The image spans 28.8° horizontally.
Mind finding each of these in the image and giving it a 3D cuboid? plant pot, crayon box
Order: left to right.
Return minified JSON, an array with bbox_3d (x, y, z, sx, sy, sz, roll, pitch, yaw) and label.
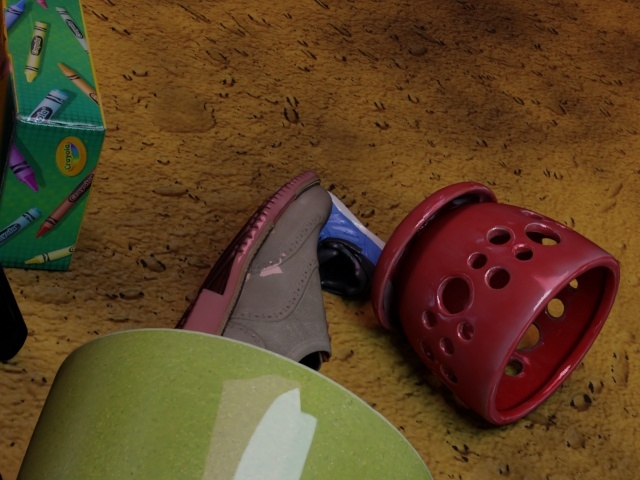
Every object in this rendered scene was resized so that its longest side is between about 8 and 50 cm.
[{"bbox_3d":[-0.273,-0.125,1.183,0.081,0.165,0.278,5,38,-23],"label":"crayon box"},{"bbox_3d":[-0.097,0.251,0.738,0.275,0.274,0.293,23,50,1],"label":"plant pot"},{"bbox_3d":[0.159,0.050,1.175,0.191,0.191,0.174,-17,45,-42],"label":"plant pot"}]

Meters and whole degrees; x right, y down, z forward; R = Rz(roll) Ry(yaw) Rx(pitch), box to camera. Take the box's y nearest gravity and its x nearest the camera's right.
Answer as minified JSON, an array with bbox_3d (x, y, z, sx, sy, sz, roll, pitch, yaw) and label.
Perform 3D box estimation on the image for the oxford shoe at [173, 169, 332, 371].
[{"bbox_3d":[-0.046,0.066,1.118,0.130,0.123,0.348,34,43,-4],"label":"oxford shoe"}]

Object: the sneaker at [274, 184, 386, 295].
[{"bbox_3d":[0.000,-0.001,1.261,0.152,0.058,0.085,40,30,12],"label":"sneaker"}]

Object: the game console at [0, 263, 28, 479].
[{"bbox_3d":[-0.296,0.090,0.923,0.213,0.044,0.361,22,25,-45],"label":"game console"}]
